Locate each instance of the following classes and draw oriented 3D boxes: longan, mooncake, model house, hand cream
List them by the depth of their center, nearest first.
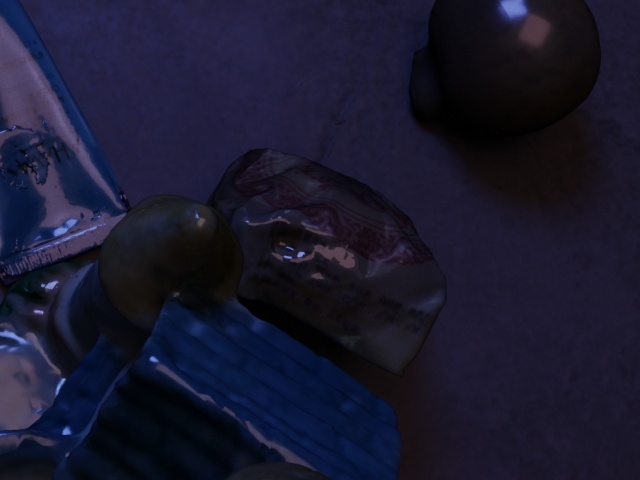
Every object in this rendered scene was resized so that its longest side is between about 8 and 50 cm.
[{"bbox_3d":[-0.082,0.110,0.548,0.194,0.325,0.267,36,65,-7],"label":"model house"},{"bbox_3d":[0.000,0.000,0.723,0.125,0.130,0.073,27,102,-17],"label":"mooncake"},{"bbox_3d":[-0.182,-0.091,0.737,0.083,0.048,0.224,-25,87,-22],"label":"hand cream"},{"bbox_3d":[0.107,-0.112,0.814,0.119,0.106,0.106,-23,79,19],"label":"longan"}]
